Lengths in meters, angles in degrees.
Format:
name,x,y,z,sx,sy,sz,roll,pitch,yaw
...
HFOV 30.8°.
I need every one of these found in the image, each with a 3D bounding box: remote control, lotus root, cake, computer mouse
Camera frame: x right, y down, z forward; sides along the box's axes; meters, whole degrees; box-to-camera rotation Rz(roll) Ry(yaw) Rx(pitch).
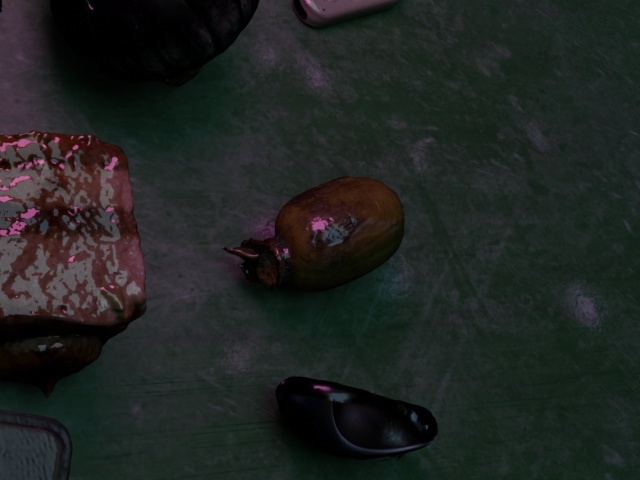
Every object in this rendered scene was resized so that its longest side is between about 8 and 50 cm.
name,x,y,z,sx,sy,sz,roll,pitch,yaw
remote control,0.050,-0.401,1.880,0.221,0.042,0.078,-22,85,-36
lotus root,0.001,0.002,1.624,0.278,0.154,0.154,-22,84,-33
cake,-0.333,0.036,1.381,0.196,0.198,0.293,2,72,-34
computer mouse,0.045,0.248,1.565,0.233,0.137,0.096,19,80,-19

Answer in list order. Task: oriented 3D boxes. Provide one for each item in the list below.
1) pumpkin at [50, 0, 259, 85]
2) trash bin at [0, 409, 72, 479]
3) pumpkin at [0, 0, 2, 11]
name,x,y,z,sx,sy,sz,roll,pitch,yaw
pumpkin,-0.205,-0.326,1.567,0.295,0.296,0.296,12,66,-28
trash bin,-0.388,0.304,1.147,0.158,0.343,0.223,15,65,-28
pumpkin,-0.535,-0.248,1.366,0.320,0.192,0.321,12,67,-30
